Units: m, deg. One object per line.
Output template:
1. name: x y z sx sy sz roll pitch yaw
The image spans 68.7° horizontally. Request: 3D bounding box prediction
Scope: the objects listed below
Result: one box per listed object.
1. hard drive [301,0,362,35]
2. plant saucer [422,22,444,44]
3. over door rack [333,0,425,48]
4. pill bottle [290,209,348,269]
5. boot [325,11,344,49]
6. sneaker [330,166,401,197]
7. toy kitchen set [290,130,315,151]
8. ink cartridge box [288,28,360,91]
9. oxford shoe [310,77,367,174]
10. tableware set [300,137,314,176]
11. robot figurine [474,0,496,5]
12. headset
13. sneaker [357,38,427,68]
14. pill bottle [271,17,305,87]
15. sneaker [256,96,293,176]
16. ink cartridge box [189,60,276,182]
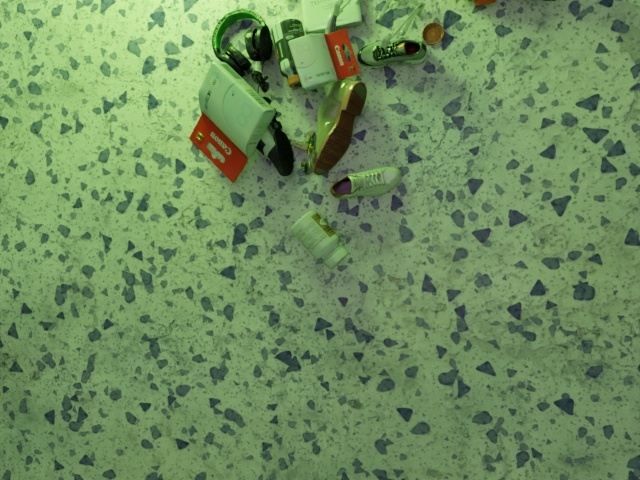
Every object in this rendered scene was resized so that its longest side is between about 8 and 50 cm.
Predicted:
1. hard drive: 0.032 -1.027 1.880 0.233 0.047 0.352 -7 92 11
2. plant saucer: 0.439 -0.806 1.827 0.084 0.013 0.083 1 93 10
3. over door rack: 0.217 -0.857 1.762 0.240 0.108 0.324 36 59 5
4. pill bottle: 0.000 0.000 1.889 0.131 0.131 0.229 -43 85 10
5. boot: 0.061 -0.797 1.853 0.086 0.069 0.189 16 128 4
6. sneaker: 0.179 -0.222 1.850 0.290 0.123 0.105 -16 87 10
7. toy kitchen set: -0.074 -0.419 1.915 0.075 0.068 0.083 24 97 6
8. ink cartridge box: 0.016 -0.699 1.790 0.233 0.066 0.188 -18 94 3
9. oxford shoe: 0.045 -0.457 1.881 0.147 0.141 0.396 32 99 34
10. tableware set: -0.054 -0.336 1.883 0.024 0.154 0.103 8 61 -13
11. robot figurine: 0.603 -0.973 1.729 0.220 0.128 0.157 -12 78 11
12. headset: -0.305 -0.768 1.887 0.244 0.185 0.393 -29 77 11
13. sneaker: 0.277 -0.736 1.816 0.272 0.108 0.100 -2 94 12
14. pill bottle: -0.110 -0.743 1.877 0.131 0.130 0.245 -12 90 11
15. sneaker: -0.219 -0.408 1.934 0.146 0.122 0.330 -20 90 29
16. ink cartridge box: -0.389 -0.465 1.889 0.308 0.091 0.385 45 121 12
